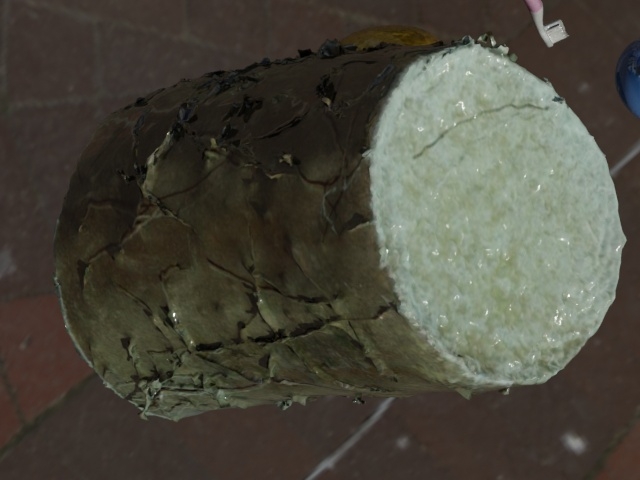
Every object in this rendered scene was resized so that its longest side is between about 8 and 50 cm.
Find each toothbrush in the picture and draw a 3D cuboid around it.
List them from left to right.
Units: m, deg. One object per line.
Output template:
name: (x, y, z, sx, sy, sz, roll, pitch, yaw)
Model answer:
toothbrush: (0.191, -0.218, 1.427, 0.020, 0.025, 0.286, 70, 13, 13)

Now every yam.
yam: (0.000, 0.000, 1.020, 0.241, 0.348, 0.241, 6, 82, -41)

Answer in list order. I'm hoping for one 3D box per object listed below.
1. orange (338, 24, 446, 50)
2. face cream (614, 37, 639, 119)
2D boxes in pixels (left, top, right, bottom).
orange: (0.079, -0.128, 1.970, 0.235, 0.279, 0.279, -10, 66, -21)
face cream: (0.443, -0.174, 1.762, 0.264, 0.083, 0.149, -1, 65, -25)
